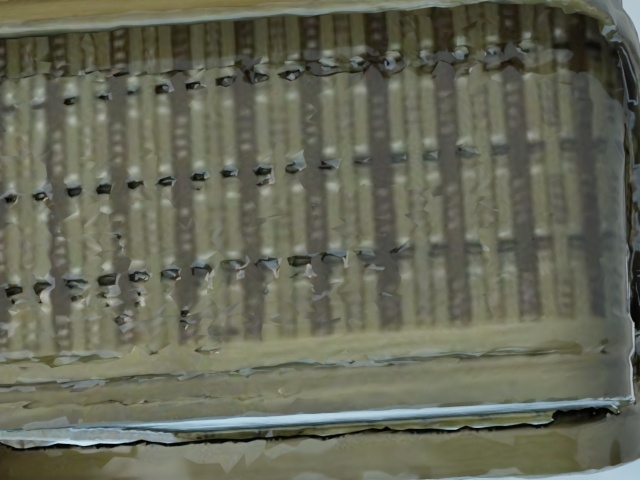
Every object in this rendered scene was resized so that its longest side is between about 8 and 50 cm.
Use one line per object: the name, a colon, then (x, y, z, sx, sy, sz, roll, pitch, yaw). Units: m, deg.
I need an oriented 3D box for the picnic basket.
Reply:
picnic basket: (0.000, 0.000, 0.531, 0.313, 0.228, 0.175, 37, -130, -77)
